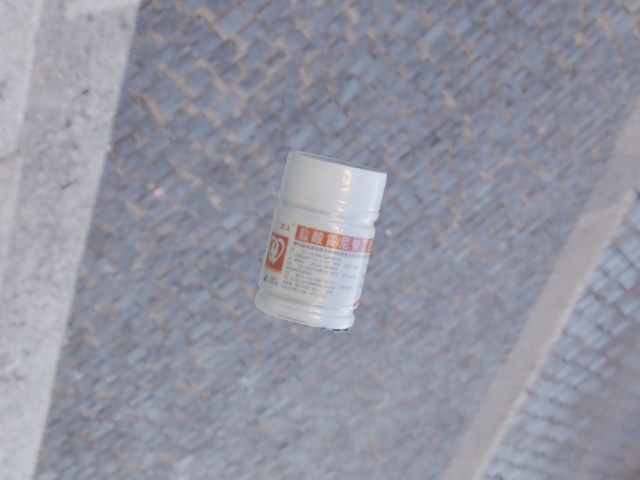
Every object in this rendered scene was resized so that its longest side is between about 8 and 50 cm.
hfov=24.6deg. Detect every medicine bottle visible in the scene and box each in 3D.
[{"bbox_3d":[0.000,0.000,0.796,0.057,0.057,0.089,7,98,-52],"label":"medicine bottle"}]
